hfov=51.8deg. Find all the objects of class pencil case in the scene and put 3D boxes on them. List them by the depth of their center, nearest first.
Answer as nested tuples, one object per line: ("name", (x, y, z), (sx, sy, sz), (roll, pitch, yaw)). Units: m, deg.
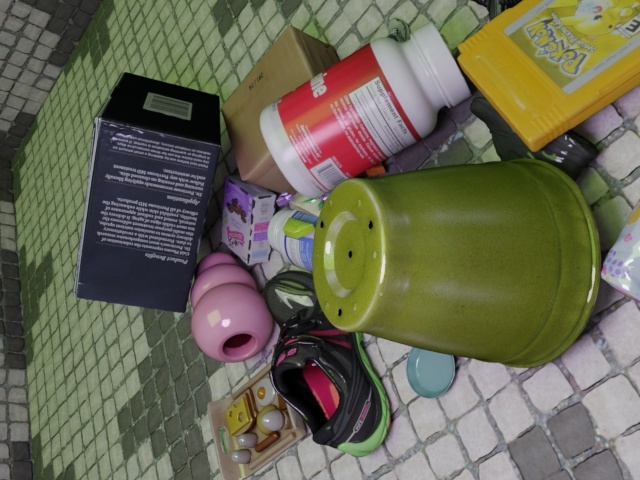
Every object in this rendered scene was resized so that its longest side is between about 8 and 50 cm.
("pencil case", (0.532, -0.030, 0.983), (0.273, 0.124, 0.113), (-63, 3, 11))

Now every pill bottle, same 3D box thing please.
("pill bottle", (0.095, -0.277, 1.390), (0.407, 0.229, 0.229), (-28, 56, 15))
("pill bottle", (0.000, 0.000, 1.523), (0.272, 0.152, 0.152), (16, 90, 49))

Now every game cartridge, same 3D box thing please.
("game cartridge", (0.432, -0.342, 1.152), (0.323, 0.053, 0.285), (-34, 52, 9))

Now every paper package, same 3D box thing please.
("paper package", (-0.078, -0.330, 1.699), (0.325, 0.168, 0.310), (-44, 48, 31))

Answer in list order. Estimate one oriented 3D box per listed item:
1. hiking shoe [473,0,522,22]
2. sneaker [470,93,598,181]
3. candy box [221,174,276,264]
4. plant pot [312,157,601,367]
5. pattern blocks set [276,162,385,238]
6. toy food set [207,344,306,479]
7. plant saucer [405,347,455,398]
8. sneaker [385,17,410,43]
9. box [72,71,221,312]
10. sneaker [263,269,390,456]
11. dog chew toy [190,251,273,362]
("hiking shoe", (0.357, -0.509, 1.357), (0.114, 0.086, 0.227), (-27, 53, 55))
("sneaker", (0.366, -0.182, 1.222), (0.286, 0.109, 0.130), (50, 123, 46))
("candy box", (-0.197, -0.058, 1.770), (0.165, 0.070, 0.196), (35, 126, 46))
("plant pot", (0.187, 0.031, 1.086), (0.366, 0.352, 0.367), (-13, 76, 63))
("pattern blocks set", (0.030, -0.100, 1.478), (0.324, 0.026, 0.285), (11, 46, 45))
("toy food set", (-0.170, 0.430, 1.621), (0.306, 0.092, 0.220), (-43, 51, 30))
("plant saucer", (0.221, 0.252, 1.302), (0.119, 0.021, 0.119), (-17, 65, 43))
("sneaker", (0.177, -0.472, 1.544), (0.052, 0.058, 0.135), (-29, 57, 39))
("box", (-0.452, -0.142, 1.767), (0.480, 0.297, 0.472), (-107, 32, -62))
("sneaker", (-0.017, 0.237, 1.431), (0.185, 0.202, 0.483), (-52, 46, 22))
("dog chew toy", (-0.246, 0.157, 1.721), (0.207, 0.206, 0.332), (-53, 37, 23))
